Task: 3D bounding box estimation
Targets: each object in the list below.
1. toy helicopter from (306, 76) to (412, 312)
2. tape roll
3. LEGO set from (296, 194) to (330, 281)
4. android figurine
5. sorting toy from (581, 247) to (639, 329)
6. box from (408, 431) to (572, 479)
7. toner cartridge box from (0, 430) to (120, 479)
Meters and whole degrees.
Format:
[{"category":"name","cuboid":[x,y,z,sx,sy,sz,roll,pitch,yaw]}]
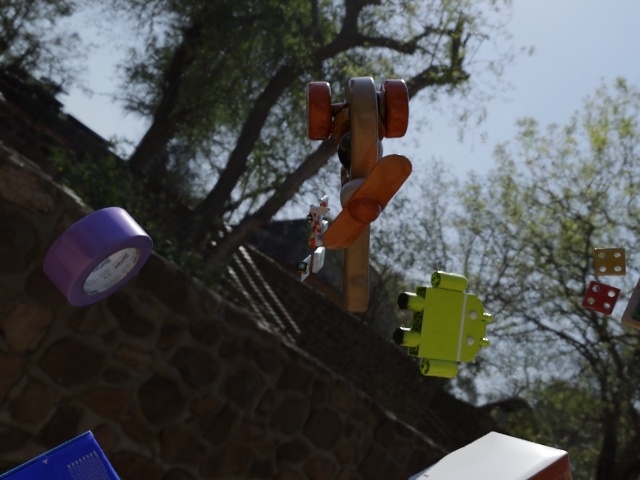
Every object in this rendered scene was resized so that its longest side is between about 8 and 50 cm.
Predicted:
[{"category":"toy helicopter","cuboid":[0.058,-0.047,0.946,0.140,0.354,0.235,-2,26,-4]},{"category":"tape roll","cuboid":[-0.416,0.031,1.273,0.080,0.189,0.189,45,-9,12]},{"category":"LEGO set","cuboid":[0.000,0.000,1.533,0.060,0.182,0.244,9,12,11]},{"category":"android figurine","cuboid":[0.300,0.202,1.613,0.273,0.248,0.056,13,-8,-27]},{"category":"sorting toy","cuboid":[0.534,0.082,1.015,0.275,0.132,0.046,23,-15,31]},{"category":"box","cuboid":[0.304,0.532,1.118,0.168,0.215,0.345,-3,-80,55]},{"category":"toner cartridge box","cuboid":[-0.322,0.464,0.964,0.347,0.165,0.075,51,-48,18]}]
